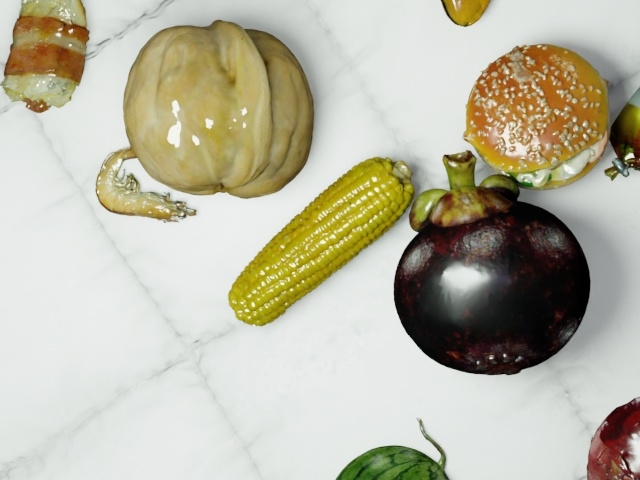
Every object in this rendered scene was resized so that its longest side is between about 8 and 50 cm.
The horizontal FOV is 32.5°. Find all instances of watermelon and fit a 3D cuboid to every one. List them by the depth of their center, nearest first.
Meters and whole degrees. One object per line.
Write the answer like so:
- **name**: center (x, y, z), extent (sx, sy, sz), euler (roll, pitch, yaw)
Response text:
- **watermelon**: center (0.120, 0.434, 1.757), extent (0.232, 0.127, 0.204), euler (-34, 86, 1)

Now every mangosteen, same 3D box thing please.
- **mangosteen**: center (0.247, 0.054, 1.657), extent (0.297, 0.313, 0.296), euler (-11, 130, -13)

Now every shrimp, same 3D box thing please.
- **shrimp**: center (-0.283, -0.095, 1.812), extent (0.178, 0.034, 0.124), euler (8, 88, 10)

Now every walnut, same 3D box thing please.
- **walnut**: center (-0.153, -0.199, 1.670), extent (0.297, 0.285, 0.285), euler (-3, 94, -22)

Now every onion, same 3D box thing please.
- **onion**: center (0.527, 0.364, 1.665), extent (0.252, 0.219, 0.252), euler (0, 91, 15)

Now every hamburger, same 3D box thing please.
- **hamburger**: center (0.337, -0.191, 1.685), extent (0.237, 0.147, 0.236), euler (0, 90, 5)

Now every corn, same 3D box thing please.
- **corn**: center (0.000, 0.000, 1.743), extent (0.363, 0.120, 0.120), euler (-41, 89, 7)

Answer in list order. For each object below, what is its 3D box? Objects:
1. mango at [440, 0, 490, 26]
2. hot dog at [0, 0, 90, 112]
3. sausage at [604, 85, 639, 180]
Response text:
- **mango**: center (0.217, -0.420, 1.717), extent (0.105, 0.084, 0.159), euler (-23, 112, -9)
- **hot dog**: center (-0.440, -0.312, 1.783), extent (0.146, 0.103, 0.213), euler (15, 85, 26)
- **sausage**: center (0.551, -0.214, 1.678), extent (0.125, 0.117, 0.317), euler (40, 98, 17)
